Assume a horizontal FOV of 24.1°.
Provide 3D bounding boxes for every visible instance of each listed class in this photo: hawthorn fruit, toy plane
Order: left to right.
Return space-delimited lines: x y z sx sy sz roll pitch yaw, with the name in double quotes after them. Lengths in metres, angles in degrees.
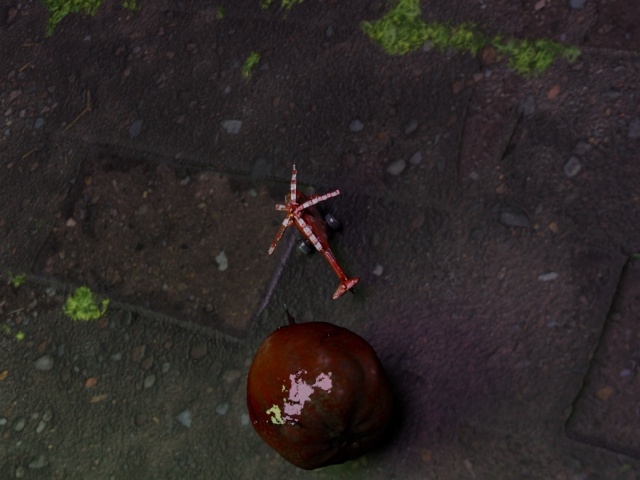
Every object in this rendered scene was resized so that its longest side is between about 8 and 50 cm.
-0.007 0.172 1.878 0.181 0.181 0.235 -35 45 15 "hawthorn fruit"
0.005 -0.006 2.032 0.194 0.077 0.126 33 91 35 "toy plane"
